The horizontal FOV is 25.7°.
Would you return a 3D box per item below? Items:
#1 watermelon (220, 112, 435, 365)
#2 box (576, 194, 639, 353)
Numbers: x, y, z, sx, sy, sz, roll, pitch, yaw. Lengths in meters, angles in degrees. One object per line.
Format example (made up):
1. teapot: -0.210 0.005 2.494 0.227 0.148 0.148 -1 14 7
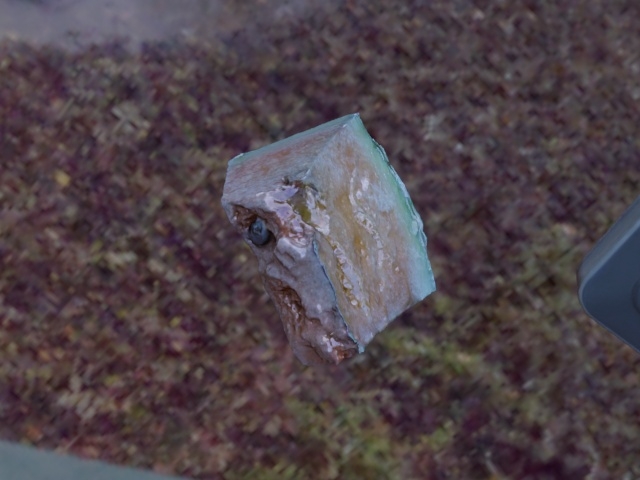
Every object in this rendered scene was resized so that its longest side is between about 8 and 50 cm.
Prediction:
1. watermelon: -0.009 0.003 1.686 0.264 0.151 0.302 64 29 -6
2. box: 0.620 0.044 1.997 0.396 0.396 0.111 35 22 -9
